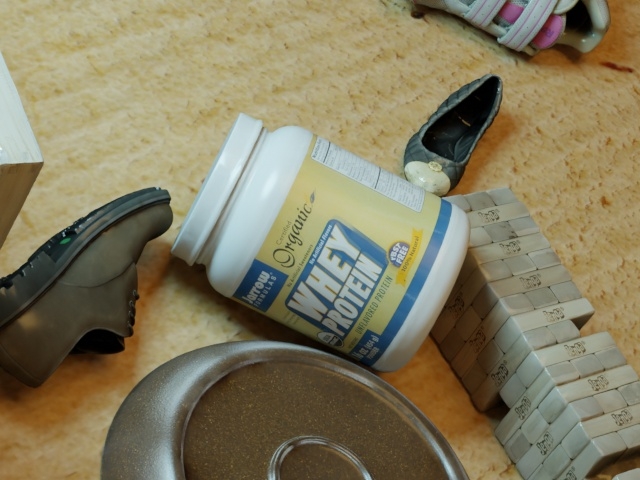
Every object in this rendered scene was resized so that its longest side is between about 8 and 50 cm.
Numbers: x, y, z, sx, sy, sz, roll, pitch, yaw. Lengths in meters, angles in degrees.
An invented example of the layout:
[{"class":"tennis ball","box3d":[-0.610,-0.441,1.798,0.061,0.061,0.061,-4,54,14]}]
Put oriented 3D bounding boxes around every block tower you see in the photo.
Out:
[{"class":"block tower","box3d":[0.180,0.104,1.557,0.091,0.097,0.335,-11,57,-39]}]

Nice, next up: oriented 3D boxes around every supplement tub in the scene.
[{"class":"supplement tub","box3d":[0.000,0.000,1.498,0.199,0.144,0.144,26,42,-5]}]

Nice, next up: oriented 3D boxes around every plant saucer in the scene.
[{"class":"plant saucer","box3d":[-0.005,0.188,1.399,0.310,0.050,0.311,18,43,-18]}]

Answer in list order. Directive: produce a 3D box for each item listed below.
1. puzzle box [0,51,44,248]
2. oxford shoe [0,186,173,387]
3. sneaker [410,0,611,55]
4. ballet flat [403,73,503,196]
[{"class":"puzzle box","box3d":[-0.314,-0.122,1.321,0.052,0.272,0.409,-4,54,-35]},{"class":"oxford shoe","box3d":[-0.169,0.036,1.425,0.096,0.083,0.227,53,42,-8]},{"class":"sneaker","box3d":[0.188,-0.241,1.872,0.252,0.103,0.111,1,50,-31]},{"class":"ballet flat","box3d":[0.117,-0.096,1.733,0.057,0.049,0.173,33,42,-1]}]
